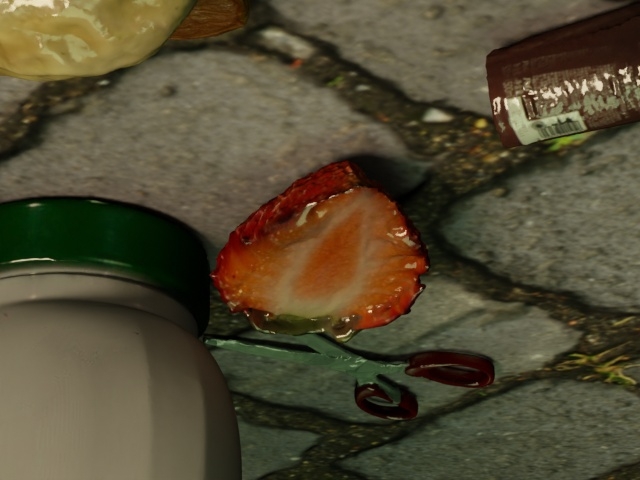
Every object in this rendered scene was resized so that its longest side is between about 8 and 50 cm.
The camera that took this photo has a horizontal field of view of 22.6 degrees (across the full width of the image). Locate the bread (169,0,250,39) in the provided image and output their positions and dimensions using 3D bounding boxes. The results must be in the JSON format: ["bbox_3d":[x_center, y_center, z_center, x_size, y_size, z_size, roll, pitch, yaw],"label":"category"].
[{"bbox_3d":[-0.076,-0.142,0.848,0.085,0.053,0.085,-3,165,-1],"label":"bread"}]

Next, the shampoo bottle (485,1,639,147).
[{"bbox_3d":[0.212,-0.109,0.914,0.236,0.067,0.068,-12,161,19],"label":"shampoo bottle"}]

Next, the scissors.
[{"bbox_3d":[0.022,0.104,1.382,0.248,0.017,0.144,21,145,-34],"label":"scissors"}]

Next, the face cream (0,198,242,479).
[{"bbox_3d":[-0.181,0.172,1.127,0.219,0.357,0.312,17,148,-32],"label":"face cream"}]

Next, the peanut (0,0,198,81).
[{"bbox_3d":[-0.200,-0.120,0.779,0.325,0.153,0.140,-6,158,25],"label":"peanut"}]

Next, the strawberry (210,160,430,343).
[{"bbox_3d":[0.000,0.000,1.106,0.146,0.082,0.187,2,147,-17],"label":"strawberry"}]
